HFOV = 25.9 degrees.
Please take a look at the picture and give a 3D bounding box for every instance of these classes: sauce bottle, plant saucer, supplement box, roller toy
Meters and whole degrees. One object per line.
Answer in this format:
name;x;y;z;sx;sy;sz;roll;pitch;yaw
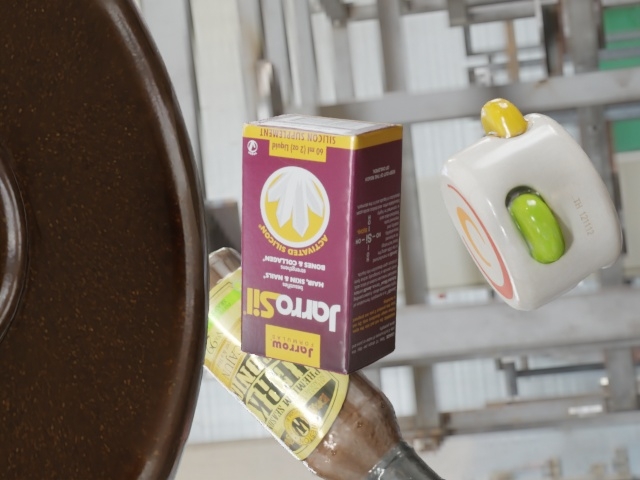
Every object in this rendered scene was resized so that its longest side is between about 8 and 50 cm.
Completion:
sauce bottle;-0.006;0.153;1.355;0.344;0.111;0.111;42;175;16
plant saucer;-0.126;0.000;0.375;0.311;0.050;0.310;15;-109;-51
supplement box;0.000;0.000;1.100;0.081;0.104;0.188;-18;-67;-57
roller toy;0.232;-0.036;1.521;0.209;0.146;0.191;57;173;38
